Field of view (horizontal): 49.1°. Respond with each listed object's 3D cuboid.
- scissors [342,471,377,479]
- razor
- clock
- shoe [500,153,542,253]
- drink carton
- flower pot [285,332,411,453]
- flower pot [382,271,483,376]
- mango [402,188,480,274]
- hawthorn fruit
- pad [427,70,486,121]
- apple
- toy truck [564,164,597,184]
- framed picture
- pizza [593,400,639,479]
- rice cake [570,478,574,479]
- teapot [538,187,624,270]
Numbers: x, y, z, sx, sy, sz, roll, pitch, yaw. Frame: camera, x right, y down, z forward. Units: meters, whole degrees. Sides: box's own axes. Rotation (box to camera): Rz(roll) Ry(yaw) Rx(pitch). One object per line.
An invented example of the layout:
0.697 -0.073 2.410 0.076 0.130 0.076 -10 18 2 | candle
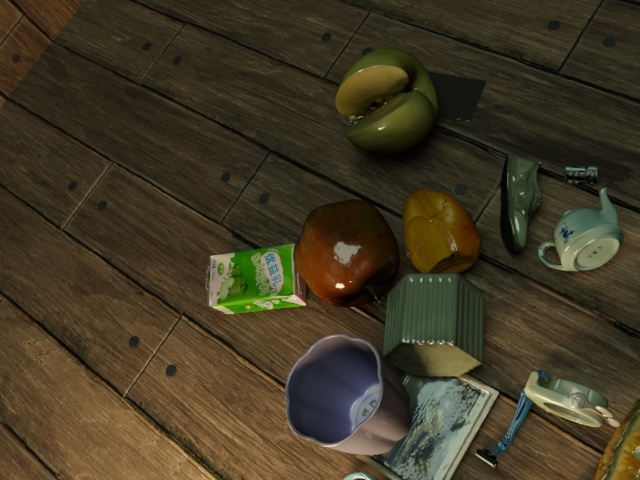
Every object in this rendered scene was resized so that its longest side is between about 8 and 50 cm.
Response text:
0.200 0.622 1.610 0.393 0.032 0.180 -11 69 22 | scissors
0.454 0.412 1.627 0.253 0.042 0.082 -56 20 -10 | razor
0.556 0.354 1.530 0.191 0.151 0.062 12 70 43 | clock
0.517 -0.095 1.796 0.098 0.103 0.275 4 70 8 | shoe
-0.177 0.109 1.961 0.271 0.108 0.161 -8 67 16 | drink carton
0.081 0.384 1.646 0.265 0.243 0.265 -17 52 24 | flower pot
0.271 0.205 1.673 0.209 0.239 0.189 15 57 -11 | flower pot
0.308 -0.033 1.828 0.187 0.138 0.257 -29 55 28 | mango
0.078 0.047 1.791 0.268 0.268 0.301 -36 48 2 | hawthorn fruit
0.362 -0.427 2.055 0.211 0.003 0.143 18 75 26 | pad
0.181 -0.379 1.940 0.254 0.292 0.292 -27 56 41 | apple
0.672 -0.171 1.804 0.083 0.039 0.044 6 56 25 | toy truck
0.258 0.446 1.694 0.232 0.024 0.315 26 77 29 | framed picture
0.755 0.562 1.398 0.406 0.130 0.440 17 64 26 | pizza
0.510 0.630 1.507 0.085 0.040 0.226 37 84 29 | rice cake
0.629 -0.015 1.696 0.232 0.159 0.159 -48 55 29 | teapot
